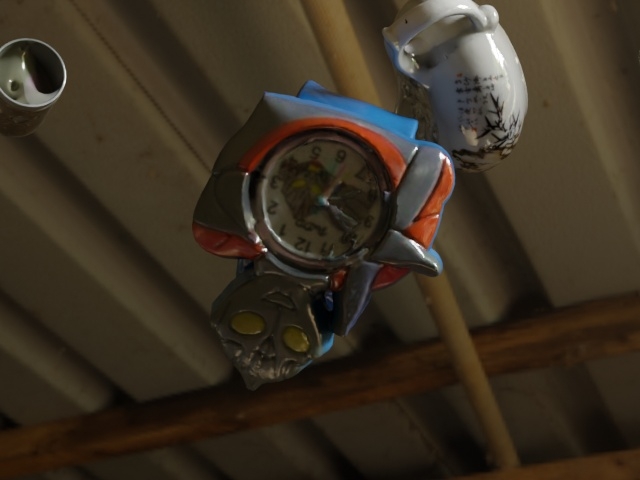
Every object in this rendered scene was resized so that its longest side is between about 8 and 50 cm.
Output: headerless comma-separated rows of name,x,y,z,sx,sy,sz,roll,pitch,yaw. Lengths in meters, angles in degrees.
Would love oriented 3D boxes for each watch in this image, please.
watch,0.000,0.000,1.103,0.241,0.274,0.305,22,-81,1

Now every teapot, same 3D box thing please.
teapot,0.135,-0.182,1.173,0.166,0.208,0.299,-17,-25,8

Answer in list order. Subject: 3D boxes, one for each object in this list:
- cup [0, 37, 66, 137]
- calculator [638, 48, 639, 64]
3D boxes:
cup,-0.318,-0.151,1.065,0.102,0.074,0.099,1,-17,-26
calculator,0.530,-0.298,1.441,0.188,0.302,0.042,-22,-72,35
